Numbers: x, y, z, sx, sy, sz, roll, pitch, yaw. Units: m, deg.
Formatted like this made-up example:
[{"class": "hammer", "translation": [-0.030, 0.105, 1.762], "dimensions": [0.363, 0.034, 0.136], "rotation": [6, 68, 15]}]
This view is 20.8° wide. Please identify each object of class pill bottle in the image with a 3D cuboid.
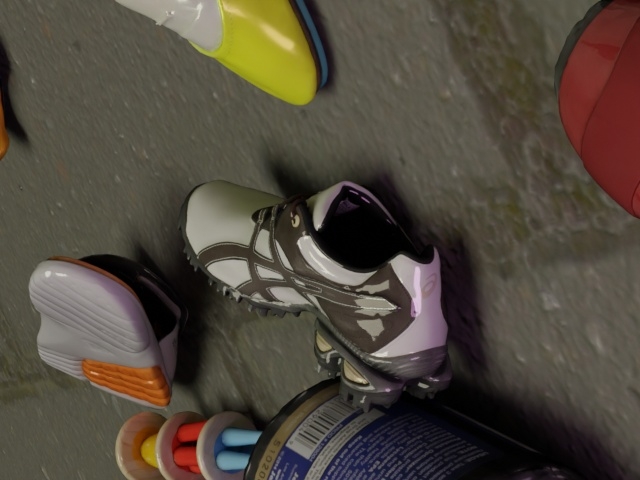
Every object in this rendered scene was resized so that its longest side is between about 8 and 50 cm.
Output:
[{"class": "pill bottle", "translation": [0.063, 0.148, 0.823], "dimensions": [0.219, 0.122, 0.123], "rotation": [23, 134, 56]}]

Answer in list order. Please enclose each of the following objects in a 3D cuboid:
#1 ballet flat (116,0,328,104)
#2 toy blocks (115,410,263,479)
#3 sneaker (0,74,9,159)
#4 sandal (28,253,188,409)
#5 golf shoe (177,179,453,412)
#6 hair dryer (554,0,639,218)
[{"class": "ballet flat", "translation": [-0.080, -0.159, 0.849], "dimensions": [0.231, 0.077, 0.077], "rotation": [64, 156, -3]}, {"class": "toy blocks", "translation": [-0.061, 0.171, 1.183], "dimensions": [0.148, 0.054, 0.123], "rotation": [-7, 118, 51]}, {"class": "sneaker", "translation": [-0.276, -0.142, 1.270], "dimensions": [0.083, 0.084, 0.215], "rotation": [38, 156, 37]}, {"class": "sandal", "translation": [-0.134, 0.045, 1.166], "dimensions": [0.102, 0.076, 0.265], "rotation": [23, 160, 3]}, {"class": "golf shoe", "translation": [0.000, 0.000, 0.879], "dimensions": [0.198, 0.077, 0.094], "rotation": [35, 130, 40]}, {"class": "hair dryer", "translation": [0.133, -0.080, 0.500], "dimensions": [0.294, 0.080, 0.223], "rotation": [61, 156, 3]}]
